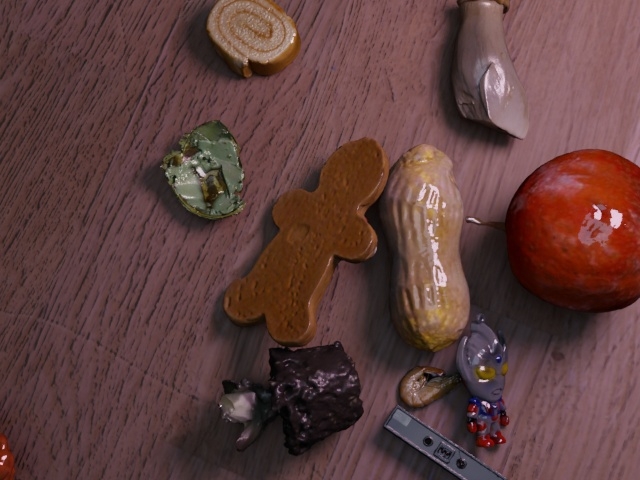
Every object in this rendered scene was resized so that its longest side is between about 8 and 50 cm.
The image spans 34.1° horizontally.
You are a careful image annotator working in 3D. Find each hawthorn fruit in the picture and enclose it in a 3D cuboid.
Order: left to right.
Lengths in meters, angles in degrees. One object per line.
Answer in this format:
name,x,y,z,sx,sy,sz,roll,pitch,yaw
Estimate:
hawthorn fruit,0.344,-0.012,1.496,0.271,0.242,0.242,3,79,10

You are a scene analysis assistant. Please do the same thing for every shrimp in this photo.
shrimp,0.166,0.210,1.563,0.108,0.023,0.059,-29,70,-4

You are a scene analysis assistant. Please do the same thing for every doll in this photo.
doll,0.241,0.204,1.531,0.104,0.062,0.195,-4,88,-21

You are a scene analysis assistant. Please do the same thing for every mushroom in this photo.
mushroom,0.255,-0.271,1.619,0.108,0.096,0.247,-13,74,26

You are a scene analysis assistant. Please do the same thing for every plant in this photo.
plant,-0.044,0.228,1.507,0.203,0.131,0.142,-22,35,-9

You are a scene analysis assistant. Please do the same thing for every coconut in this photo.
coconut,-0.178,-0.106,1.623,0.133,0.055,0.158,2,77,4

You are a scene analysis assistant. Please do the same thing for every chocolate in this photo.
chocolate,0.152,0.012,1.550,0.134,0.134,0.309,-3,82,2

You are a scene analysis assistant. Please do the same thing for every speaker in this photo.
speaker,0.181,0.311,1.530,0.191,0.046,0.040,34,81,8

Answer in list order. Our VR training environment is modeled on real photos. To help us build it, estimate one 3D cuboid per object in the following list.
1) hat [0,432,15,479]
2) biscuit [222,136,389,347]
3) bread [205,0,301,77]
hat,-0.638,0.261,1.472,0.285,0.285,0.400,-38,76,-5
biscuit,0.000,0.000,1.554,0.216,0.047,0.340,22,80,42
bread,-0.109,-0.324,1.659,0.149,0.073,0.122,40,89,11
